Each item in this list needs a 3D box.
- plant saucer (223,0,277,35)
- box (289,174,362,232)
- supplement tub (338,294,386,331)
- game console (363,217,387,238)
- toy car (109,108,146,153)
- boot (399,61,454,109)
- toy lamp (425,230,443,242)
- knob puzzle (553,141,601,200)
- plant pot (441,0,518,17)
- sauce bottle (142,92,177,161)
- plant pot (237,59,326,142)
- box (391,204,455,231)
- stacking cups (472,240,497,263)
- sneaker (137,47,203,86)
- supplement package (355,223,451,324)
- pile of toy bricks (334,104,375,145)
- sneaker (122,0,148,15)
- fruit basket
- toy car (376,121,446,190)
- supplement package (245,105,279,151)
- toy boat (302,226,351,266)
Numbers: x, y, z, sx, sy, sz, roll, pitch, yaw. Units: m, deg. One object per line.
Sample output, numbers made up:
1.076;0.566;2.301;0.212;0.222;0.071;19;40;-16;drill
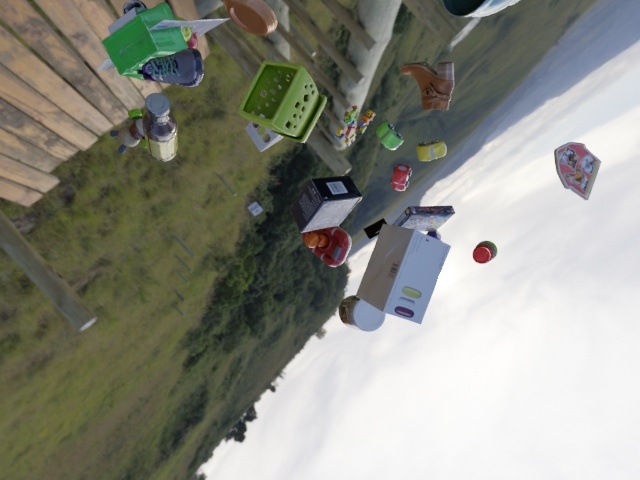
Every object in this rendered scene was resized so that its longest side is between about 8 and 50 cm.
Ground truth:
-0.251;-0.796;1.444;0.200;0.200;0.037;138;-26;-82;plant saucer
0.014;-0.113;1.254;0.156;0.093;0.158;-11;153;-38;box
0.216;0.397;2.258;0.193;0.193;0.316;-41;-176;-16;supplement tub
0.294;-0.061;2.154;0.122;0.107;0.071;-29;149;4;game console
-0.791;-0.444;1.727;0.189;0.155;0.149;-20;-172;12;toy car
0.514;-0.755;2.001;0.109;0.284;0.220;-38;134;-48;boot
0.573;0.000;2.044;0.080;0.080;0.275;-41;158;10;toy lamp
0.883;-0.259;1.404;0.213;0.213;0.030;-41;-173;-17;knob puzzle
0.561;-0.868;1.317;0.196;0.293;0.293;-3;162;-24;plant pot
-0.531;-0.370;1.357;0.111;0.111;0.344;-41;-175;-22;sauce bottle
-0.127;-0.497;1.501;0.207;0.228;0.227;25;93;-51;plant pot
0.456;-0.094;1.813;0.233;0.044;0.159;-3;152;-23;box
0.664;0.053;1.680;0.096;0.096;0.316;-41;164;24;stacking cups
-0.362;-0.407;0.979;0.098;0.083;0.224;-19;-160;-36;sneaker
0.256;0.099;1.295;0.261;0.145;0.204;-70;-160;0;supplement package
0.135;-0.503;1.687;0.212;0.118;0.105;-49;156;-24;pile of toy bricks
-0.671;-0.756;1.498;0.163;0.086;0.226;-144;-120;-78;sneaker
-0.507;-0.656;1.326;0.327;0.165;0.353;-13;-152;29;fruit basket
0.270;-0.302;1.380;0.239;0.225;0.053;-42;-177;38;toy car
-0.228;-0.527;1.879;0.134;0.139;0.244;-39;-168;-23;supplement package
0.000;0.000;1.609;0.151;0.231;0.151;5;114;-42;toy boat
